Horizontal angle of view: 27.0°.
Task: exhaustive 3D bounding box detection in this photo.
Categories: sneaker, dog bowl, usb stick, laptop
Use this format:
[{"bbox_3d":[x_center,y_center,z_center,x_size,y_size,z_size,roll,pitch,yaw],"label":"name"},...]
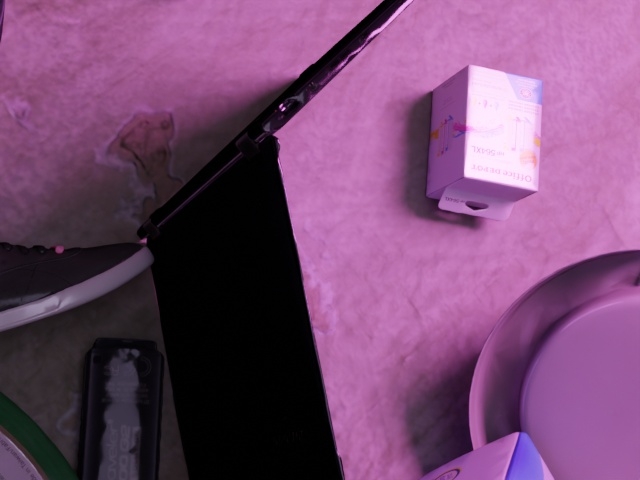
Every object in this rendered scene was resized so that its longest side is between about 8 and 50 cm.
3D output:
[{"bbox_3d":[-0.302,0.011,1.195,0.296,0.104,0.147,-17,90,-19],"label":"sneaker"},{"bbox_3d":[0.326,0.167,1.315,0.349,0.102,0.348,3,103,14],"label":"dog bowl"},{"bbox_3d":[-0.187,0.229,1.226,0.077,0.045,0.278,5,77,-13],"label":"usb stick"},{"bbox_3d":[0.000,0.000,1.165,0.236,0.382,0.408,47,66,-7],"label":"laptop"}]

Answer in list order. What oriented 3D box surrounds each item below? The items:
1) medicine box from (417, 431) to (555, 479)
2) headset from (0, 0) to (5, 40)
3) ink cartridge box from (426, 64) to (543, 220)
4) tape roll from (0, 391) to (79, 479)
[{"bbox_3d":[0.179,0.362,1.200,0.149,0.263,0.289,-29,93,18],"label":"medicine box"},{"bbox_3d":[-0.425,-0.288,1.170,0.243,0.185,0.394,-17,70,-24],"label":"headset"},{"bbox_3d":[0.174,-0.098,1.414,0.092,0.090,0.143,9,75,-19],"label":"ink cartridge box"},{"bbox_3d":[-0.303,0.231,1.047,0.077,0.321,0.321,-40,95,19],"label":"tape roll"}]
